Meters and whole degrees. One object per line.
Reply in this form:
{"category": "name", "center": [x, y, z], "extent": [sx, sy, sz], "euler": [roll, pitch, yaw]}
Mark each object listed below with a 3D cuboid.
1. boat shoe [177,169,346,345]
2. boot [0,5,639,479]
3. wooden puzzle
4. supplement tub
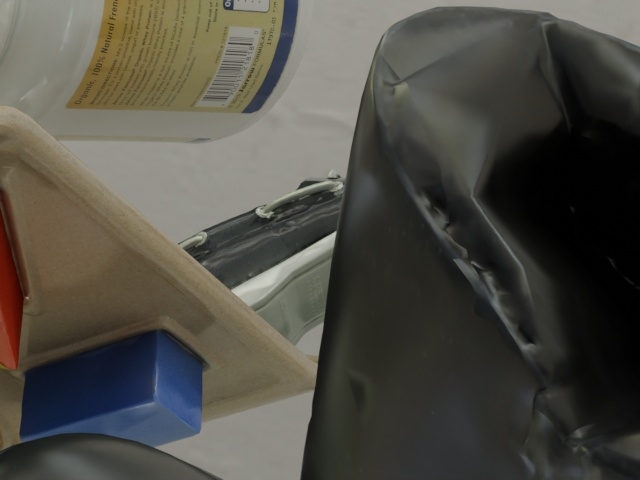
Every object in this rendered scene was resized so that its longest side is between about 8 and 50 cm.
{"category": "boat shoe", "center": [0.000, 0.000, 1.310], "extent": [0.091, 0.303, 0.114], "euler": [49, -28, 32]}
{"category": "boot", "center": [0.005, 0.095, 0.655], "extent": [0.367, 0.146, 0.445], "euler": [35, -30, 18]}
{"category": "wooden puzzle", "center": [-0.209, 0.073, 1.089], "extent": [0.322, 0.348, 0.080], "euler": [-19, -123, 24]}
{"category": "supplement tub", "center": [-0.185, -0.185, 1.444], "extent": [0.228, 0.316, 0.228], "euler": [2, -87, 42]}
